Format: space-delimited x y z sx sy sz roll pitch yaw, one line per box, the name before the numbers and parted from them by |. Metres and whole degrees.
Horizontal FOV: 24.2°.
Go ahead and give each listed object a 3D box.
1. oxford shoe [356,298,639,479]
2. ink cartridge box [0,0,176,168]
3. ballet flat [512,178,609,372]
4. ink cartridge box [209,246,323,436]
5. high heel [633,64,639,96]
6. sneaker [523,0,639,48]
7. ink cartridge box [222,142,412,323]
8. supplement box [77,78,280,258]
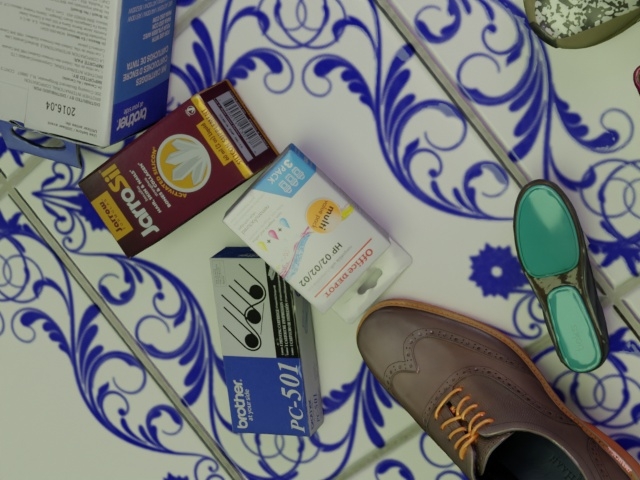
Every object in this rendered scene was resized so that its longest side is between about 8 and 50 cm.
oxford shoe | 0.167 0.174 1.493 0.363 0.132 0.130 35 103 25
ink cartridge box | -0.294 -0.264 1.554 0.270 0.151 0.395 16 111 17
ballet flat | 0.240 0.032 1.483 0.074 0.074 0.203 -13 101 25
ink cartridge box | -0.058 0.111 1.641 0.097 0.046 0.207 0 107 23
high heel | 0.438 -0.070 1.228 0.377 0.181 0.127 17 91 45
sneaker | 0.301 -0.331 1.277 0.158 0.182 0.410 40 116 6
ink cartridge box | 0.000 0.000 1.542 0.181 0.061 0.104 43 97 -7
supplement box | -0.153 -0.076 1.598 0.188 0.081 0.104 -33 93 27
